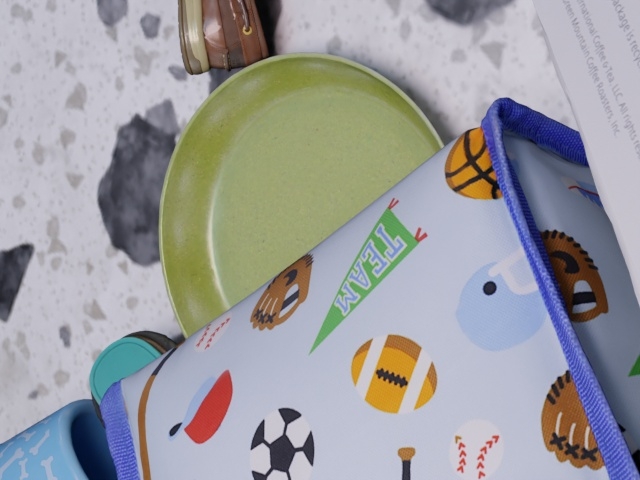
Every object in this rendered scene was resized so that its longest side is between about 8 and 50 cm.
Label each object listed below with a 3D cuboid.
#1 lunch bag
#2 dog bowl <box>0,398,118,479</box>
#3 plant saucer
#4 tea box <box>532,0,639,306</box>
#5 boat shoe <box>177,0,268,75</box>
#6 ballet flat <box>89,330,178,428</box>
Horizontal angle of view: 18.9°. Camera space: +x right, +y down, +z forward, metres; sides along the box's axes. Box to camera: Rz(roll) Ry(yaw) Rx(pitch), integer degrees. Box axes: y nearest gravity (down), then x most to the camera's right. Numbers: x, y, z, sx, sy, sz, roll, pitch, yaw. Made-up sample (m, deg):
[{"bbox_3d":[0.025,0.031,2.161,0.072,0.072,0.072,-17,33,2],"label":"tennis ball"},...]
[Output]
[{"bbox_3d":[0.081,0.179,0.981,0.328,0.239,0.385,-36,56,33],"label":"lunch bag"},{"bbox_3d":[-0.105,0.228,1.257,0.074,0.166,0.297,-45,69,17],"label":"dog bowl"},{"bbox_3d":[0.000,0.000,1.233,0.241,0.037,0.241,3,95,34],"label":"plant saucer"},{"bbox_3d":[0.297,-0.008,0.790,0.220,0.323,0.329,-41,42,31],"label":"tea box"},{"bbox_3d":[-0.062,-0.197,1.252,0.060,0.064,0.178,-2,86,2],"label":"boat shoe"},{"bbox_3d":[-0.048,0.171,1.247,0.095,0.096,0.280,-38,64,6],"label":"ballet flat"}]
